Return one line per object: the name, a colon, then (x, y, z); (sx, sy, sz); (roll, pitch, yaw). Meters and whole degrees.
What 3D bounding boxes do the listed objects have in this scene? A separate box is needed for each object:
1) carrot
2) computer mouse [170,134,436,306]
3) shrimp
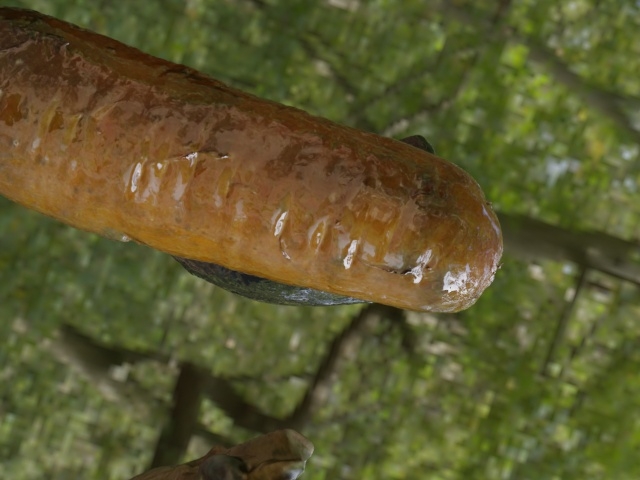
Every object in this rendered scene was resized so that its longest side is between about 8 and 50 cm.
carrot: (-0.034, -0.020, 0.529); (0.060, 0.186, 0.060); (21, 90, -80)
computer mouse: (0.000, 0.000, 1.339); (0.088, 0.264, 0.147); (-89, 171, -50)
shrimp: (-0.042, 0.153, 0.940); (0.317, 0.168, 0.077); (141, -57, -66)
